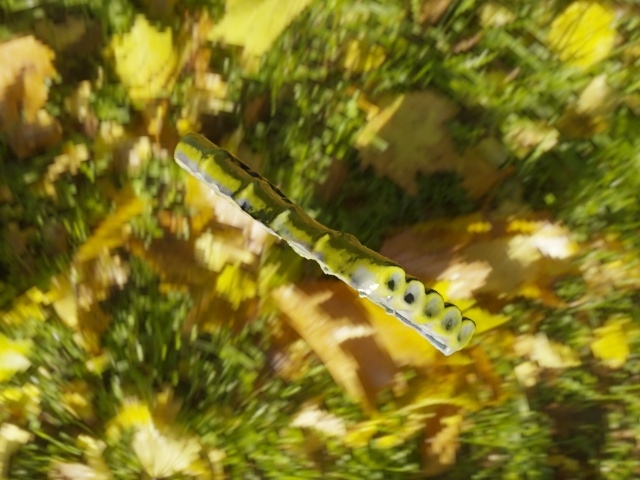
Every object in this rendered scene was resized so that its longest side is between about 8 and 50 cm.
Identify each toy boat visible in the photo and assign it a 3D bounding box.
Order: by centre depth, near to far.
[{"bbox_3d":[0.000,0.000,0.683,0.115,0.063,0.016,35,89,41],"label":"toy boat"}]
